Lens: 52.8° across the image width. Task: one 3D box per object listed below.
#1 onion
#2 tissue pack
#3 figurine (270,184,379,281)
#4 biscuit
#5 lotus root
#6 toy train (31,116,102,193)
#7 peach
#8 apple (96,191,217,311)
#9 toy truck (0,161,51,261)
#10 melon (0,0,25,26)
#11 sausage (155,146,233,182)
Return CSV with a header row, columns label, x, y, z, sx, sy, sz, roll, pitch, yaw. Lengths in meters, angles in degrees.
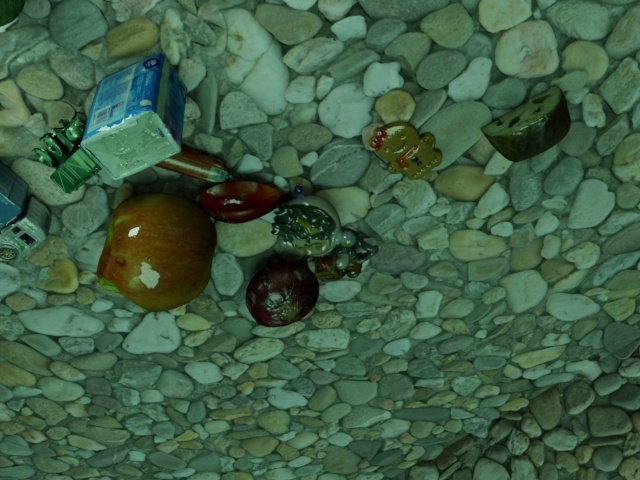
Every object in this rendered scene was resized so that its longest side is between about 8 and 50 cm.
label,x,y,z,sx,sy,sz,roll,pitch,yaw
onion,-0.124,0.167,2.081,0.246,0.190,0.246,-19,149,-12
tissue pack,-0.437,-0.299,1.544,0.198,0.264,0.146,-21,132,13
figurine,-0.003,0.002,1.947,0.260,0.186,0.382,-15,140,22
biscuit,0.244,-0.256,1.830,0.166,0.036,0.225,-35,127,26
lotus root,0.572,-0.307,1.768,0.234,0.138,0.119,-28,121,25
toy train,-0.636,-0.218,1.644,0.154,0.115,0.269,48,144,-19
peach,-0.222,-0.095,1.878,0.279,0.068,0.189,-4,152,-9
apple,-0.453,0.036,1.816,0.339,0.340,0.340,-4,134,-4
toy truck,-0.904,-0.107,1.750,0.175,0.146,0.367,-28,130,13
melon,-0.708,-0.578,1.306,0.182,0.182,0.288,-10,133,2
sausage,-0.361,-0.212,1.767,0.263,0.083,0.083,17,129,-24
